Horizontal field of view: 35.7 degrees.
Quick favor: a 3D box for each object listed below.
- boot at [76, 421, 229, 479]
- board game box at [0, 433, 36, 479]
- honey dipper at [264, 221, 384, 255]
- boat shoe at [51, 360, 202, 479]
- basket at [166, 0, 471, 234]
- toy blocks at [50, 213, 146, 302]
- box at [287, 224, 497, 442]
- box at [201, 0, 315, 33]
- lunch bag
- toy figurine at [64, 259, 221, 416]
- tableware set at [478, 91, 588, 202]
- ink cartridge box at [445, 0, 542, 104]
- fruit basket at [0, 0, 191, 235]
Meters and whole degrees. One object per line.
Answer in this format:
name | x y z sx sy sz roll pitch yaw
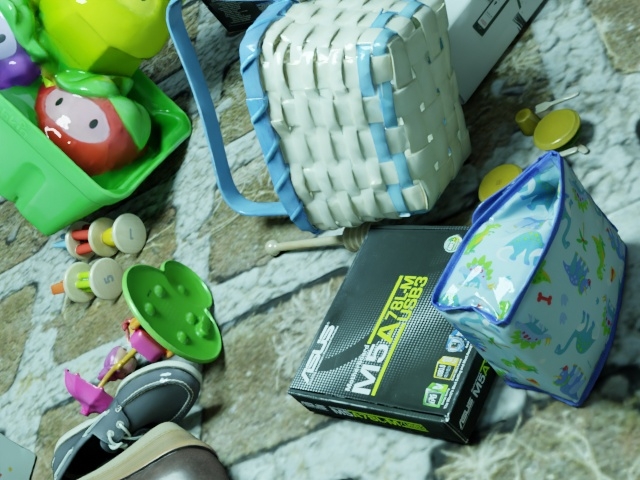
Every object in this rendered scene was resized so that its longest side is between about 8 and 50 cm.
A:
boot | -0.175 0.287 0.875 0.248 0.090 0.207 -44 34 -5
board game box | -0.510 0.261 1.108 0.303 0.224 0.097 -23 41 28
honey dipper | 0.000 0.000 1.037 0.161 0.030 0.030 -5 52 44
boat shoe | -0.195 0.196 0.993 0.206 0.075 0.065 -37 27 23
basket | -0.007 -0.130 0.992 0.289 0.254 0.201 3 35 28
toy blocks | -0.305 0.026 1.279 0.148 0.054 0.123 -7 50 40
box | 0.083 0.073 0.875 0.184 0.045 0.190 4 58 44
box | -0.103 -0.414 1.309 0.296 0.293 0.073 0 55 44
lunch bag | 0.172 0.027 0.764 0.096 0.129 0.151 15 67 49
toy figurine | -0.203 0.116 1.067 0.159 0.130 0.173 -43 14 18
tableware set | 0.196 -0.064 0.920 0.104 0.024 0.154 -18 45 36
ink cartridge box | 0.148 -0.260 1.095 0.203 0.086 0.148 -53 37 -9
fruit basket | -0.318 -0.244 1.267 0.392 0.392 0.283 -21 20 28
